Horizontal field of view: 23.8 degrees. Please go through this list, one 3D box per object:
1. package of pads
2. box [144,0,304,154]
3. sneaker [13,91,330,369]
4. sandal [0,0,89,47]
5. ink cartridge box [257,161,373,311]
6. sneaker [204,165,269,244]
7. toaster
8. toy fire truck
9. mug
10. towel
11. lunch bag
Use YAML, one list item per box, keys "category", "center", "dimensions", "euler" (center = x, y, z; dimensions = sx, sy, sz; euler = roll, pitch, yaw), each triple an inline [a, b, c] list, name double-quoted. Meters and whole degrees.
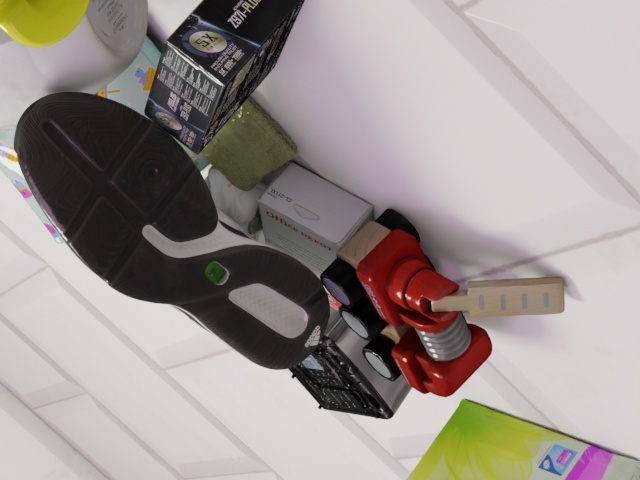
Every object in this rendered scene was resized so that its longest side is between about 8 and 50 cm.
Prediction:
- category: "package of pads"
  center: [0.246, 0.352, 1.959]
  dimensions: [0.296, 0.229, 0.101]
  euler: [16, 147, 43]
- category: "box"
  center: [-0.102, -0.195, 1.590]
  dimensions: [0.077, 0.147, 0.180]
  euler: [38, 157, 2]
- category: "sneaker"
  center: [-0.211, -0.015, 1.755]
  dimensions: [0.447, 0.169, 0.257]
  euler: [42, 168, -32]
- category: "sandal"
  center: [-0.340, -0.300, 1.323]
  dimensions: [0.138, 0.126, 0.317]
  euler: [17, 146, 48]
- category: "ink cartridge box"
  center: [0.000, 0.000, 1.879]
  dimensions: [0.127, 0.072, 0.175]
  euler: [30, 155, 20]
- category: "sneaker"
  center: [-0.105, -0.037, 1.974]
  dimensions: [0.115, 0.090, 0.232]
  euler: [48, 158, 18]
- category: "toaster"
  center: [0.035, 0.150, 2.049]
  dimensions: [0.168, 0.110, 0.185]
  euler: [50, 154, -24]
- category: "toy fire truck"
  center: [0.156, 0.087, 1.756]
  dimensions: [0.246, 0.158, 0.217]
  euler: [29, 156, 45]
- category: "mug"
  center: [-0.386, -0.237, 1.633]
  dimensions: [0.328, 0.374, 0.276]
  euler: [-7, 108, 20]
- category: "towel"
  center: [-0.106, -0.132, 1.811]
  dimensions: [0.148, 0.027, 0.110]
  euler: [45, 129, -16]
- category: "lunch bag"
  center: [-0.273, -0.151, 1.894]
  dimensions: [0.262, 0.160, 0.223]
  euler: [-22, 122, 24]
